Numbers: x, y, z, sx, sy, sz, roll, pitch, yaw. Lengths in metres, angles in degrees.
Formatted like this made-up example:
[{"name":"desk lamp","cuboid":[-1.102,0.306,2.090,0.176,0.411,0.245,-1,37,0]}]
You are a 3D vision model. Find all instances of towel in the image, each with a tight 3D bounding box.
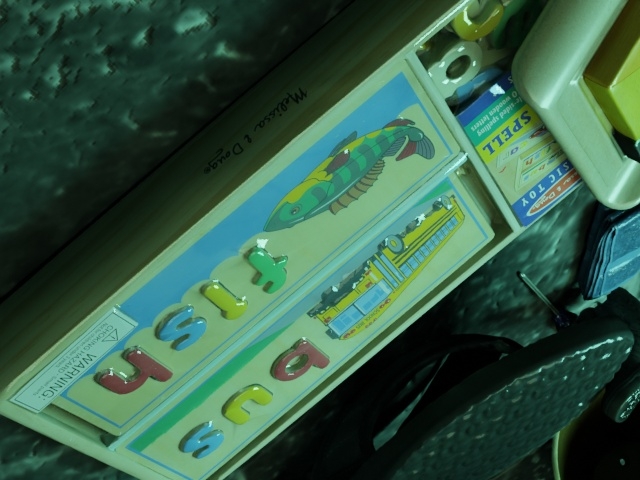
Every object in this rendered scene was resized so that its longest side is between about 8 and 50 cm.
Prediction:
[{"name":"towel","cuboid":[0.260,0.002,1.123,0.067,0.029,0.119,-27,146,-19]}]

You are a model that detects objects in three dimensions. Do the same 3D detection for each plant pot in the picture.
[{"name":"plant pot","cuboid":[0.357,0.252,1.376,0.237,0.237,0.254,-34,161,-6]}]

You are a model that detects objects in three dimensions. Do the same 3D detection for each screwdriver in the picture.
[{"name":"screwdriver","cuboid":[0.205,0.058,1.156,0.024,0.025,0.170,-42,139,7]}]

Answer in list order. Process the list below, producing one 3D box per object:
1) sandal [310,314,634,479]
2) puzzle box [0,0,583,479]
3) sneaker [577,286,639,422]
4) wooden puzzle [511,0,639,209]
[{"name":"sandal","cuboid":[0.061,0.173,1.093,0.446,0.107,0.168,-40,151,27]},{"name":"puzzle box","cuboid":[0.000,0.000,0.842,0.409,0.052,0.272,-40,149,3]},{"name":"sneaker","cuboid":[0.256,0.094,1.134,0.170,0.089,0.051,-29,147,-52]},{"name":"wooden puzzle","cuboid":[0.226,-0.141,0.836,0.221,0.044,0.239,-57,148,0]}]
